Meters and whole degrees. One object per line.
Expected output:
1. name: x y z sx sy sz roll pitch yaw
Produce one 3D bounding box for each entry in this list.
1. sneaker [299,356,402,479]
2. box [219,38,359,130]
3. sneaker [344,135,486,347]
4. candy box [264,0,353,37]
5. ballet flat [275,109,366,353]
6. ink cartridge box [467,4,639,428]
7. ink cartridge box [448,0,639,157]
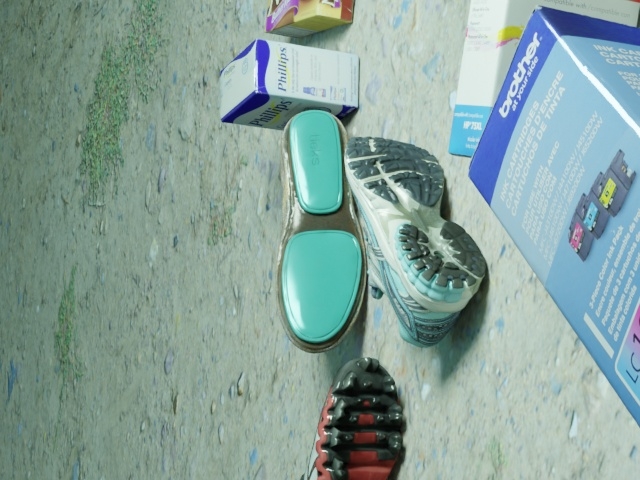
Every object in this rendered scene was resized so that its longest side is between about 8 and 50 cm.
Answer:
1. sneaker: 0.020 0.262 2.023 0.135 0.097 0.276 177 99 -65
2. box: -0.039 -0.184 2.270 0.126 0.137 0.072 149 125 -63
3. sneaker: 0.077 -0.002 1.966 0.283 0.110 0.122 -109 31 -48
4. candy box: -0.011 -0.322 2.364 0.187 0.053 0.109 180 97 -67
5. ballet flat: 0.000 0.000 2.194 0.106 0.107 0.316 97 176 -64
6. ink cartridge box: 0.277 -0.019 1.256 0.395 0.270 0.151 -119 44 -56
7. ink cartridge box: 0.205 -0.179 1.669 0.078 0.134 0.231 -164 82 -69
